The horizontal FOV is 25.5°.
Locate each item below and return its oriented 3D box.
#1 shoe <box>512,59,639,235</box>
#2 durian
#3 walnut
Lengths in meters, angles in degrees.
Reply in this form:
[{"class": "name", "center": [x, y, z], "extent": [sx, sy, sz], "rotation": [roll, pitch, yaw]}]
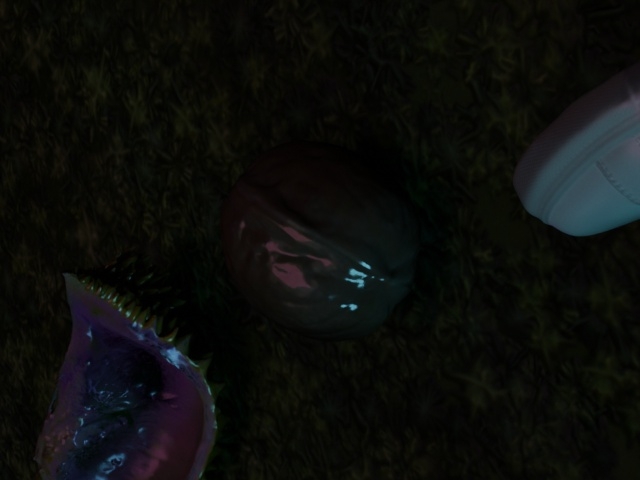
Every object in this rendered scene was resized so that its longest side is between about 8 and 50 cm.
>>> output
[{"class": "shoe", "center": [0.266, -0.054, 0.717], "extent": [0.363, 0.132, 0.160], "rotation": [-33, 73, 41]}, {"class": "durian", "center": [-0.159, 0.144, 1.262], "extent": [0.186, 0.154, 0.260], "rotation": [41, 127, 10]}, {"class": "walnut", "center": [-0.001, -0.001, 1.036], "extent": [0.162, 0.140, 0.140], "rotation": [34, 123, 53]}]
